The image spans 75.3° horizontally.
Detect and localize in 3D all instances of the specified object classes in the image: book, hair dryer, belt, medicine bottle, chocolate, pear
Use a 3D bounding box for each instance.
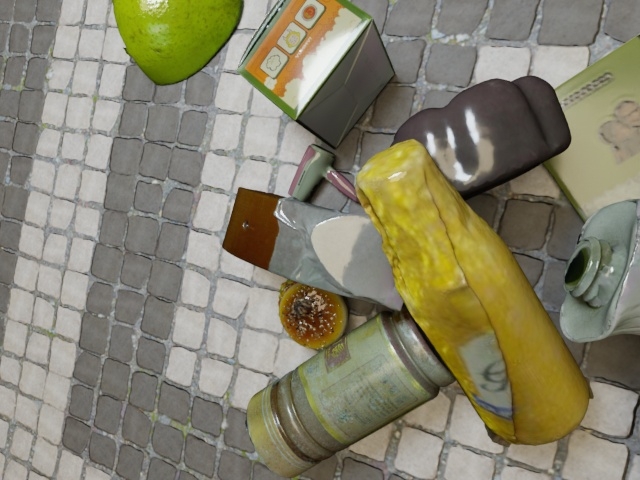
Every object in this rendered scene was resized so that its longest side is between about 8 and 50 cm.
[{"bbox_3d":[0.483,-0.107,0.595,0.239,0.035,0.352,-33,79,18],"label":"book"},{"bbox_3d":[0.025,-0.098,0.752,0.154,0.054,0.106,29,103,14],"label":"hair dryer"},{"bbox_3d":[0.000,0.000,0.663,0.339,0.217,0.122,18,94,30],"label":"belt"},{"bbox_3d":[0.047,0.242,0.678,0.322,0.151,0.151,-37,77,15],"label":"medicine bottle"},{"bbox_3d":[0.182,0.081,0.522,0.162,0.162,0.445,-31,114,16],"label":"chocolate"},{"bbox_3d":[-0.282,-0.487,0.832,0.239,0.139,0.287,-3,89,11],"label":"pear"}]

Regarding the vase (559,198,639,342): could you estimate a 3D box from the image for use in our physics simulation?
[{"bbox_3d":[0.522,0.093,0.459,0.446,0.250,0.249,17,94,13],"label":"vase"}]

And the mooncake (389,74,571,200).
[{"bbox_3d":[0.210,-0.124,0.585,0.245,0.245,0.133,-19,86,18],"label":"mooncake"}]

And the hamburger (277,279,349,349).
[{"bbox_3d":[-0.015,0.124,0.739,0.127,0.081,0.141,-27,81,17],"label":"hamburger"}]

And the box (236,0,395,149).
[{"bbox_3d":[-0.001,-0.281,0.685,0.148,0.195,0.177,42,103,16],"label":"box"}]
